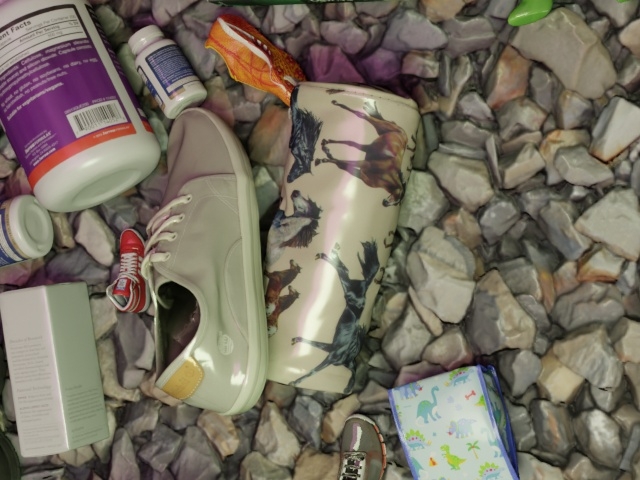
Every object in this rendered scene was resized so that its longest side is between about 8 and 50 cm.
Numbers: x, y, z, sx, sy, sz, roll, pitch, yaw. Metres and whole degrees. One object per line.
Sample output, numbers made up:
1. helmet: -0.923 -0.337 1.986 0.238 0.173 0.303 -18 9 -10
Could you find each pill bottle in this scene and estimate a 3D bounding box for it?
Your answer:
1. pill bottle: -0.212 -0.232 1.697 0.067 0.067 0.120 -36 79 17
2. pill bottle: -0.359 -0.212 1.692 0.181 0.181 0.323 -30 80 18
3. pill bottle: -0.479 -0.003 1.785 0.169 0.094 0.094 -14 86 20

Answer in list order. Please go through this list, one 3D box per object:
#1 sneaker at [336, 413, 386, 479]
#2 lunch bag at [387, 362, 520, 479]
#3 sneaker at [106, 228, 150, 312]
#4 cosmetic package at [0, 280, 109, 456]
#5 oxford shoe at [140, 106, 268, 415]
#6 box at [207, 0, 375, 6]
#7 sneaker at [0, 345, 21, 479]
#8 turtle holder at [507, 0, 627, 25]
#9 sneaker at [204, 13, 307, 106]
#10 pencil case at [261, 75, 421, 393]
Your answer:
1. sneaker: 0.049 0.306 1.613 0.061 0.065 0.158 -2 91 20
2. lunch bag: 0.170 0.242 1.551 0.129 0.096 0.151 -19 75 19
3. sneaker: -0.268 0.042 1.723 0.042 0.067 0.118 -9 88 20
4. cosmetic package: -0.372 0.178 1.739 0.085 0.117 0.231 -11 86 19
5. oxford shoe: -0.161 0.007 1.563 0.169 0.130 0.449 -49 40 45
6. box: 0.008 -0.428 1.620 0.322 0.058 0.232 2 92 21
7. sneaker: -0.515 0.279 1.787 0.109 0.130 0.286 -11 89 18
8. turtle holder: 0.299 -0.419 1.418 0.320 0.243 0.227 -25 65 28
9. sneaker: -0.081 -0.230 1.662 0.175 0.064 0.067 45 126 19
10. pencil case: 0.000 0.000 1.576 0.183 0.160 0.410 19 98 42
